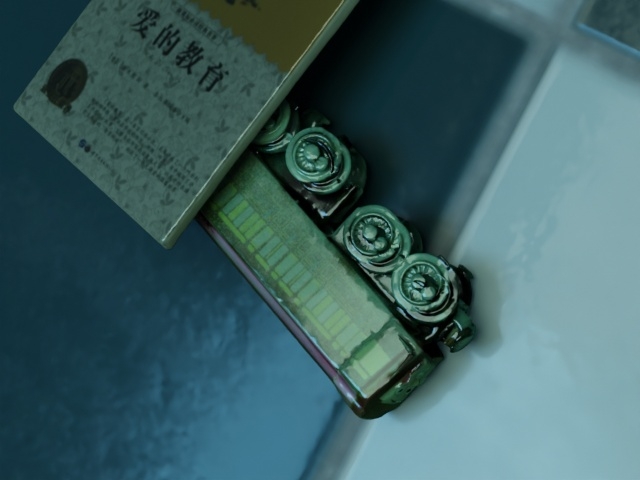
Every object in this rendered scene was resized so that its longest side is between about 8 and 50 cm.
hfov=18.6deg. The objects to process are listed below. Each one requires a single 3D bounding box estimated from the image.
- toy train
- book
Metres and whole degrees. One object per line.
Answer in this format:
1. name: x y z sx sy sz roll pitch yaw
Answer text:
1. toy train: 0.000 0.000 0.793 0.071 0.038 0.148 -45 68 12
2. book: -0.046 -0.094 0.814 0.118 0.012 0.172 39 94 37
